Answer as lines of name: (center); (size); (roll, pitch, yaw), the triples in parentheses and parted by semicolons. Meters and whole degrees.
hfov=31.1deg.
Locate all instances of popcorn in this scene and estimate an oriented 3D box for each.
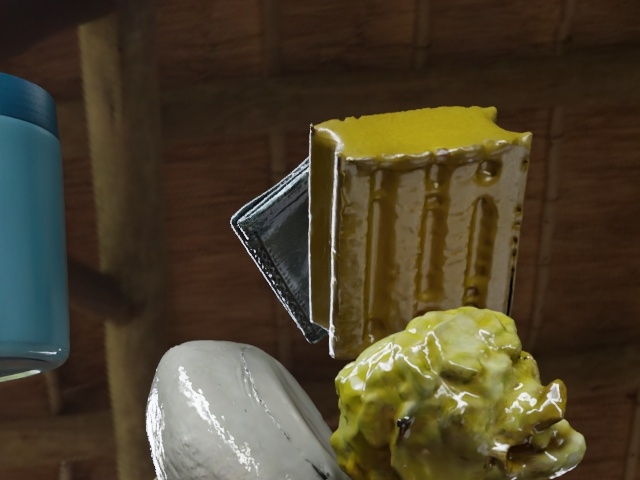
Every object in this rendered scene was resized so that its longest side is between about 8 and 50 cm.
popcorn: (0.128, 0.187, 1.157); (0.266, 0.192, 0.233); (-3, -85, 31)

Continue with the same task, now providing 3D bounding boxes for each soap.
soap: (0.135, -0.015, 1.637); (0.156, 0.293, 0.335); (-130, -146, -54)

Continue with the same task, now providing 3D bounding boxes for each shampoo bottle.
shampoo bottle: (-0.484, 0.000, 1.429); (0.331, 0.331, 0.342); (-19, -107, 47)

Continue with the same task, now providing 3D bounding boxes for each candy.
candy: (-0.089, 0.240, 1.269); (0.185, 0.295, 0.295); (-42, -96, 7)

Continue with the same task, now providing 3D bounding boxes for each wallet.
wallet: (0.000, 0.000, 1.999); (0.075, 0.237, 0.342); (40, -15, 44)

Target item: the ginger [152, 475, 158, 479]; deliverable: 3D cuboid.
ginger: (-0.190, 0.393, 1.808); (0.155, 0.244, 0.304); (28, -75, 13)
